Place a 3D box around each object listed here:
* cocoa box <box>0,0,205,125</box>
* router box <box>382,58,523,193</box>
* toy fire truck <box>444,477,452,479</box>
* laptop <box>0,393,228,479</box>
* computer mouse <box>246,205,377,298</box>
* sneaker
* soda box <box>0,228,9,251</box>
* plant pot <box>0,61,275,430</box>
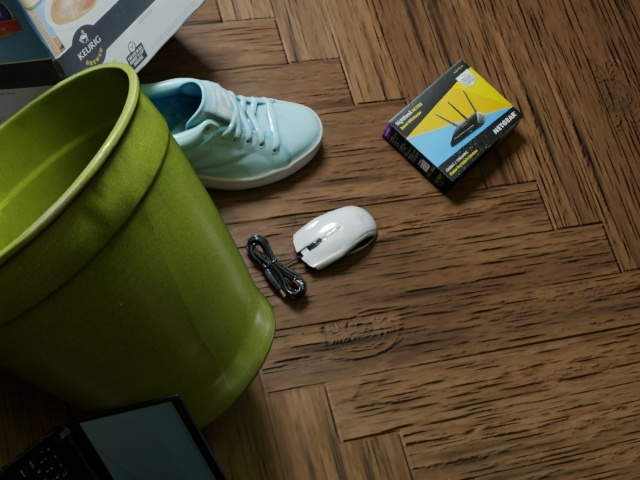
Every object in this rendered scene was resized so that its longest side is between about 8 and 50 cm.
[{"bbox_3d":[-0.335,-0.343,1.660,0.231,0.228,0.347,3,43,36],"label":"cocoa box"},{"bbox_3d":[0.199,-0.173,1.892,0.133,0.046,0.179,43,62,8],"label":"router box"},{"bbox_3d":[0.161,0.412,1.590,0.135,0.047,0.192,37,60,4],"label":"toy fire truck"},{"bbox_3d":[-0.239,0.329,1.410,0.264,0.136,0.234,-38,115,-27],"label":"laptop"},{"bbox_3d":[0.000,0.000,1.754,0.193,0.042,0.106,-30,74,-26],"label":"computer mouse"},{"bbox_3d":[-0.145,-0.153,1.718,0.365,0.150,0.135,-8,70,-28],"label":"sneaker"},{"bbox_3d":[-0.538,-0.006,1.583,0.286,0.091,0.098,17,62,-6],"label":"soda box"},{"bbox_3d":[-0.243,0.045,1.470,0.353,0.366,0.366,48,56,-28],"label":"plant pot"}]
